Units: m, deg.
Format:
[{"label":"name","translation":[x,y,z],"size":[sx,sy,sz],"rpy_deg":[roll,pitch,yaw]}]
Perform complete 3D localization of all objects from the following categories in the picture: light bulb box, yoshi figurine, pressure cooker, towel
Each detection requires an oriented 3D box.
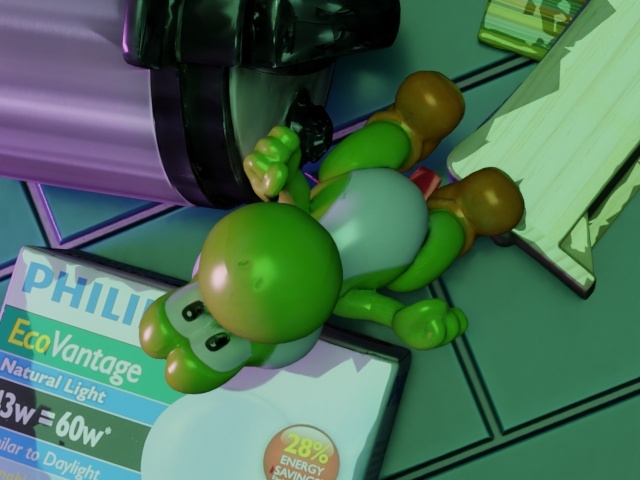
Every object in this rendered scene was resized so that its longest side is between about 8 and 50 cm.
[{"label":"light bulb box","translation":[-0.137,0.223,1.696],"size":[0.358,0.225,0.361],"rpy_deg":[16,90,6]},{"label":"yoshi figurine","translation":[0.018,-0.001,1.502],"size":[0.203,0.203,0.362],"rpy_deg":[26,46,34]},{"label":"pressure cooker","translation":[-0.141,-0.214,1.630],"size":[0.420,0.375,0.370],"rpy_deg":[10,54,16]},{"label":"towel","translation":[0.234,-0.289,1.793],"size":[0.102,0.021,0.237],"rpy_deg":[18,88,0]}]

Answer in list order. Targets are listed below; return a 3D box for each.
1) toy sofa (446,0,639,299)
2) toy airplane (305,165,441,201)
[{"label":"toy sofa","translation":[0.285,-0.134,1.715],"size":[0.177,0.150,0.362],"rpy_deg":[38,91,9]},{"label":"toy airplane","translation":[0.046,-0.024,1.790],"size":[0.151,0.028,0.151],"rpy_deg":[0,86,4]}]
